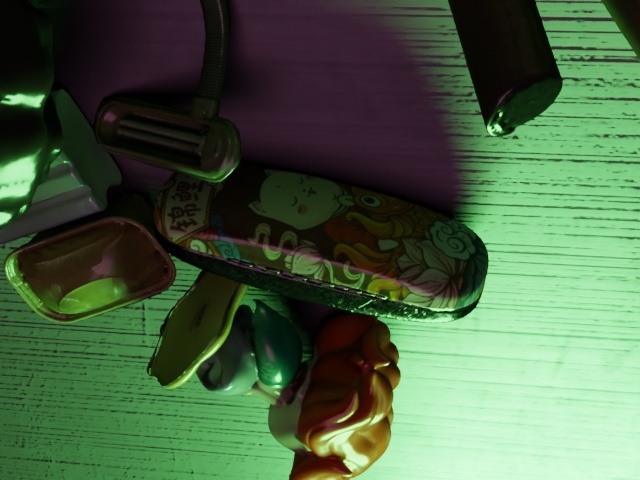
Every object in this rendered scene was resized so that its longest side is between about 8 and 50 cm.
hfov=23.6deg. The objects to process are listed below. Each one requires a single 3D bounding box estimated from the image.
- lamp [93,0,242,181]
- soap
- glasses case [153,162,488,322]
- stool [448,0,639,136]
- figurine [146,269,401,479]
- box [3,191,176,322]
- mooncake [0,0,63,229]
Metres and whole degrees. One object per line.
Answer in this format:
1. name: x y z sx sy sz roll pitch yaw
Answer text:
1. lamp: -0.179 -0.200 1.374 0.203 0.124 0.283 2 134 40
2. soap: -0.313 -0.063 1.525 0.198 0.066 0.119 -17 119 26
3. glasses case: 0.000 0.000 1.451 0.321 0.122 0.082 14 131 5
4. stool: 0.212 -0.252 1.043 0.226 0.310 0.310 56 132 26
5. figurine: -0.020 0.141 1.542 0.257 0.181 0.208 35 100 -21
6. box: -0.230 0.021 1.541 0.177 0.111 0.111 -20 120 25
7. mooncake: -0.336 -0.137 1.360 0.141 0.283 0.283 -9 140 -34
